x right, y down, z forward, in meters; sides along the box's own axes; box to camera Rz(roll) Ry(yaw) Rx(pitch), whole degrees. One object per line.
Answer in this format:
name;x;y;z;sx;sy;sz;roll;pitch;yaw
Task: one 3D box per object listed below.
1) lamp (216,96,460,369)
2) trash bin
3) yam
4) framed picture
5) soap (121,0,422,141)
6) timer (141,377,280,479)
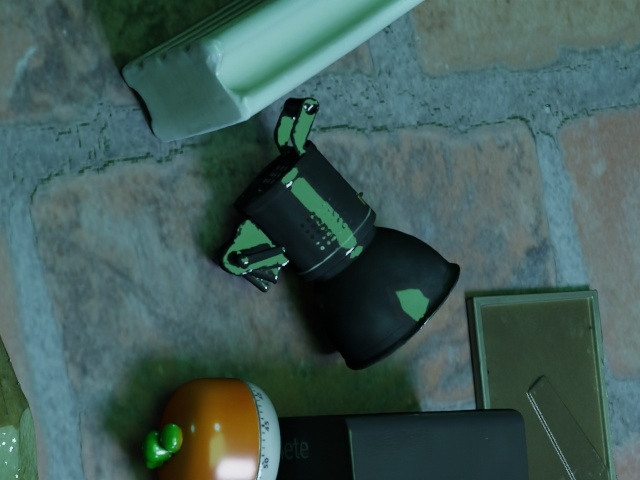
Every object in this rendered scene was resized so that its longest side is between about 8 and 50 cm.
lamp;0.000;0.000;1.800;0.172;0.147;0.227;-46;102;-6
trash bin;0.066;0.214;1.788;0.226;0.165;0.115;-3;85;-38
yam;-0.295;0.151;1.578;0.106;0.106;0.259;-25;97;-35
framed picture;0.239;0.178;2.006;0.184;0.016;0.249;-4;86;-36
soap;-0.037;-0.197;1.771;0.265;0.160;0.087;-37;106;-34
timer;-0.104;0.188;1.707;0.136;0.099;0.136;18;62;-36
